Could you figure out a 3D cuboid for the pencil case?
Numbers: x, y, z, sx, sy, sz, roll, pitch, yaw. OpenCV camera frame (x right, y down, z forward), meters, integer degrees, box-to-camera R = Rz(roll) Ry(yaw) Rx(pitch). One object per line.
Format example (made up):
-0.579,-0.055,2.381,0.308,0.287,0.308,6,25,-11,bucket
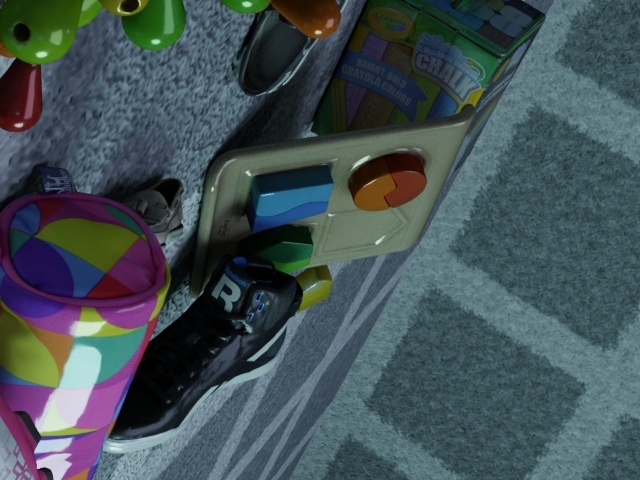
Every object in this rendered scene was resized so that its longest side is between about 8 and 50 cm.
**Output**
-0.158,0.076,0.761,0.104,0.104,0.236,-47,164,-51,pencil case

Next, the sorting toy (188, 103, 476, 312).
0.000,0.000,1.181,0.229,0.041,0.307,-14,155,-17,sorting toy

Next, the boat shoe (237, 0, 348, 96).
-0.018,-0.148,0.918,0.125,0.046,0.038,-53,180,31,boat shoe

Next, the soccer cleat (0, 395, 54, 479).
-0.226,0.192,0.708,0.143,0.116,0.331,-50,169,-44,soccer cleat

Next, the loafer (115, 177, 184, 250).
-0.112,-0.018,0.880,0.125,0.045,0.039,-45,149,-82,loafer

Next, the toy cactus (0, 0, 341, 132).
-0.056,-0.148,0.565,0.219,0.112,0.181,-38,150,-43,toy cactus

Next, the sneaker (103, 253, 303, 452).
-0.100,0.074,1.092,0.217,0.079,0.121,-29,149,-48,sneaker

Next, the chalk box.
0.105,-0.170,1.242,0.132,0.132,0.213,-43,163,-55,chalk box
